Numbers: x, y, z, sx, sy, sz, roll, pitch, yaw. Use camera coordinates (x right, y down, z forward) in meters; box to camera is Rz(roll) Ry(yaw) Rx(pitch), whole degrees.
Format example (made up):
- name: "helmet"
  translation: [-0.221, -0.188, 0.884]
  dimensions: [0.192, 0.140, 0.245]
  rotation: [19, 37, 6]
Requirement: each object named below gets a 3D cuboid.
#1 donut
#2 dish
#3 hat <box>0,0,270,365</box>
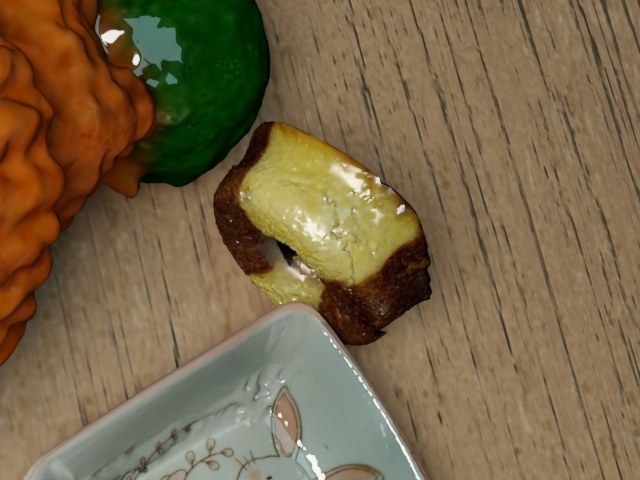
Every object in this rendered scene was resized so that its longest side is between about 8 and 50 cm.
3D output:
- name: "donut"
  translation: [0.000, 0.000, 0.831]
  dimensions: [0.140, 0.140, 0.059]
  rotation: [45, 70, -6]
- name: "dish"
  translation: [-0.061, 0.148, 0.780]
  dimensions: [0.234, 0.064, 0.154]
  rotation: [-30, 87, -35]
- name: "hat"
  translation: [-0.176, -0.082, 0.695]
  dimensions: [0.400, 0.285, 0.285]
  rotation: [-38, 91, -37]
